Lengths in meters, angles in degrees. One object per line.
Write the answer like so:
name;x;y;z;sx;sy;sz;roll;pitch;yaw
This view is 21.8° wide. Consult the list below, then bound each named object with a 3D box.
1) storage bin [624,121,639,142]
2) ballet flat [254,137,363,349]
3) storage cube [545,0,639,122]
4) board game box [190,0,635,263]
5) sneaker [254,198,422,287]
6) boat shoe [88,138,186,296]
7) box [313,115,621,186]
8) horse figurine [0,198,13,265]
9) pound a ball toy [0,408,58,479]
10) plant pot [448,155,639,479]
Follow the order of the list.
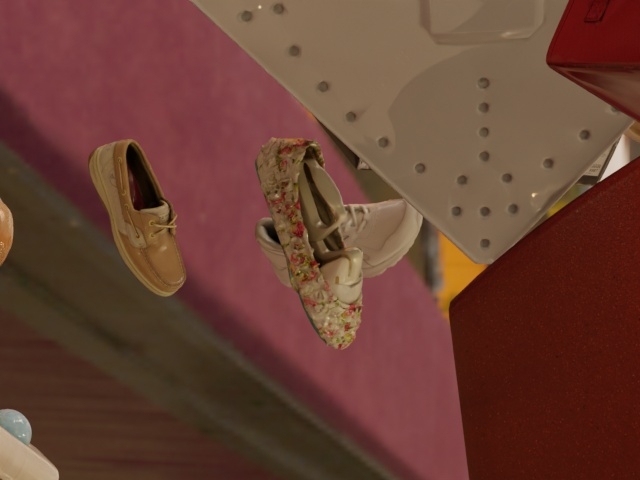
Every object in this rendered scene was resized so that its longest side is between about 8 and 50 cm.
storage bin;0.397;-0.264;2.003;0.262;0.260;0.123;-59;176;-36
ballet flat;0.000;0.000;1.770;0.091;0.077;0.241;-29;99;-54
storage cube;0.314;-0.164;1.167;0.215;0.193;0.183;26;84;-28
board game box;0.146;-0.241;1.521;0.390;0.390;0.050;42;9;-10
sneaker;0.014;-0.011;2.053;0.115;0.232;0.090;45;40;-37
boat shoe;-0.143;-0.019;1.355;0.050;0.045;0.135;-35;101;-50
box;0.125;-0.157;1.733;0.242;0.307;0.076;55;-47;46
horse figurine;-0.378;-0.015;1.743;0.066;0.174;0.263;21;29;-34
pound a ball toy;-0.444;0.169;1.759;0.135;0.208;0.319;-51;121;-9
plant pot;0.238;0.110;1.131;0.267;0.236;0.267;29;49;-50
